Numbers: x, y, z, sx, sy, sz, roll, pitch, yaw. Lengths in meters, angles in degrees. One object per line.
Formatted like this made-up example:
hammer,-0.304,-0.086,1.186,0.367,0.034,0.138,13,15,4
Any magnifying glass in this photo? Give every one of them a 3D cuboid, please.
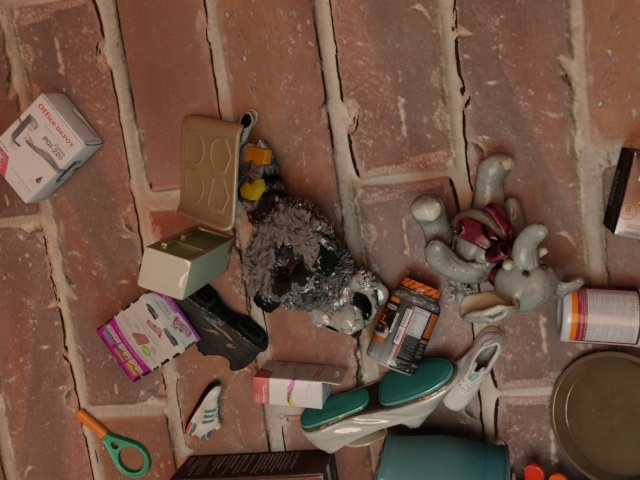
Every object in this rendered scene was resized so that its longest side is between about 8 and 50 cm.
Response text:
magnifying glass,-0.526,0.510,1.817,0.231,0.026,0.092,41,106,3

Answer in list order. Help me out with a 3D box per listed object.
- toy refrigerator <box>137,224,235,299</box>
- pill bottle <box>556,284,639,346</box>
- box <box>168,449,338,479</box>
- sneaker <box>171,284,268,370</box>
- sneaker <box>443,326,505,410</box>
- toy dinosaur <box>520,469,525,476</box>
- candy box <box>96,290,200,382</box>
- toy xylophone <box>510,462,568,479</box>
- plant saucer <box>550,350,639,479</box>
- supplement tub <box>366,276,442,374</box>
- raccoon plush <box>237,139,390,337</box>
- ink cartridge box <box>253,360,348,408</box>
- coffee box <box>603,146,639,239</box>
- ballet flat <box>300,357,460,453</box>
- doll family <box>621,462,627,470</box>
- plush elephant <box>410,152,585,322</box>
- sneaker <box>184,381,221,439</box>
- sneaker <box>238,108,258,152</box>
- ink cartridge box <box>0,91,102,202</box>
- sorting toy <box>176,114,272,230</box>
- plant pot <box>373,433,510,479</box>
toy refrigerator,-0.280,0.037,1.544,0.102,0.269,0.094,17,104,9
pill bottle,0.599,0.153,1.454,0.221,0.121,0.121,2,101,11
box,-0.148,0.615,1.699,0.381,0.143,0.191,-6,99,15
sneaker,-0.263,0.195,1.661,0.286,0.109,0.130,40,112,4
sneaker,0.326,0.286,1.553,0.080,0.094,0.212,28,106,4
toy dinosaur,0.519,0.616,1.592,0.112,0.064,0.211,-10,98,15
candy box,-0.402,0.218,1.666,0.233,0.071,0.159,-32,93,41
toy xylophone,0.540,0.607,1.502,0.322,0.081,0.236,12,119,28
plant saucer,0.611,0.366,1.476,0.278,0.041,0.278,-2,87,41
supplement tub,0.183,0.181,1.540,0.117,0.117,0.190,22,88,7
raccoon plush,0.000,0.000,1.564,0.216,0.299,0.446,-21,64,30
ink cartridge box,-0.042,0.327,1.629,0.198,0.115,0.067,2,100,12
coffee box,0.723,-0.072,1.384,0.297,0.119,0.168,12,104,10
ballet flat,0.146,0.377,1.606,0.400,0.139,0.139,-25,95,20
doll family,0.734,0.475,1.488,0.163,0.118,0.263,-34,92,16
plush elephant,0.355,0.032,1.401,0.255,0.272,0.330,24,129,47
sneaker,-0.264,0.413,1.733,0.075,0.057,0.161,28,105,-12
sneaker,-0.174,-0.240,1.585,0.040,0.044,0.109,24,107,5
ink cartridge box,-0.640,-0.215,1.666,0.218,0.092,0.158,-39,91,14
sorting toy,-0.207,-0.141,1.541,0.307,0.041,0.229,19,106,45
plant pot,0.238,0.532,1.524,0.255,0.271,0.272,15,104,7
